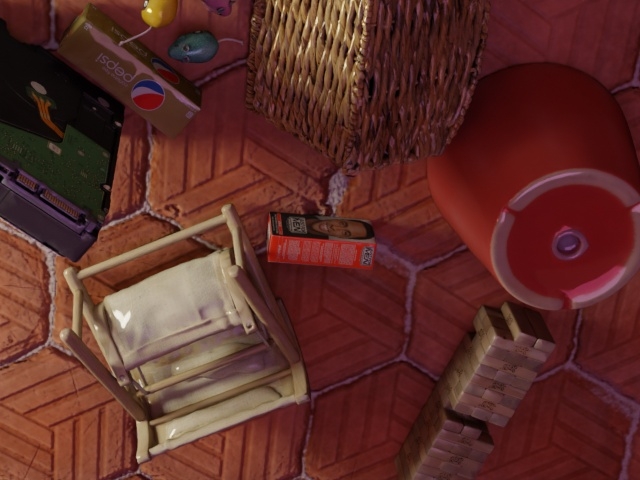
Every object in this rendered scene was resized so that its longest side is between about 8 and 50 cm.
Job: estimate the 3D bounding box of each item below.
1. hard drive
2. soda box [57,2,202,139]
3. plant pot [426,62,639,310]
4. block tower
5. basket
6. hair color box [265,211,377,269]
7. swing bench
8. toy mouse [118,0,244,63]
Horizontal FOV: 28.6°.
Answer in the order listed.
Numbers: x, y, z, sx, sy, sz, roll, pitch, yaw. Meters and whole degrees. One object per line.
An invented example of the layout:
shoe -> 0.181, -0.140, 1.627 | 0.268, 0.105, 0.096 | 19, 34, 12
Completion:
hard drive -> -0.342, -0.133, 1.420 | 0.237, 0.339, 0.064 | 35, 110, -22
soda box -> -0.233, -0.208, 1.545 | 0.181, 0.061, 0.058 | 37, 110, -22
plant pot -> 0.285, -0.054, 1.573 | 0.275, 0.243, 0.275 | -2, 120, -4
block tower -> 0.214, 0.246, 1.819 | 0.091, 0.097, 0.335 | 20, 113, -15
basket -> 0.060, -0.264, 1.524 | 0.213, 0.223, 0.299 | -16, 125, -35
hair color box -> 0.000, 0.000, 1.675 | 0.141, 0.072, 0.043 | 5, 118, -9
swing bench -> -0.178, 0.130, 1.684 | 0.253, 0.165, 0.254 | -21, 124, 6
toy mouse -> -0.142, -0.267, 1.519 | 0.143, 0.031, 0.161 | 30, 93, -35
